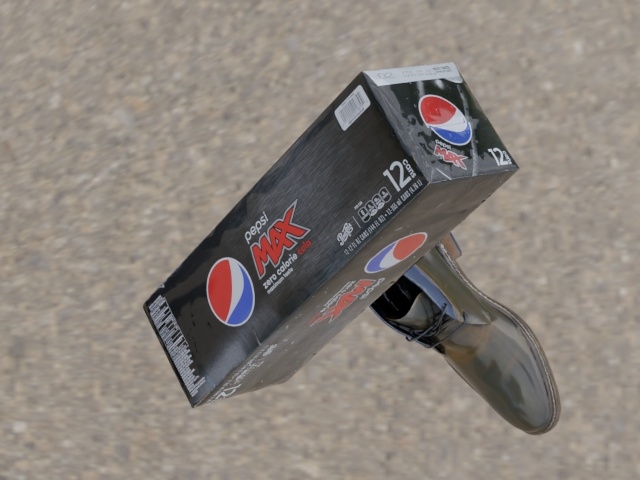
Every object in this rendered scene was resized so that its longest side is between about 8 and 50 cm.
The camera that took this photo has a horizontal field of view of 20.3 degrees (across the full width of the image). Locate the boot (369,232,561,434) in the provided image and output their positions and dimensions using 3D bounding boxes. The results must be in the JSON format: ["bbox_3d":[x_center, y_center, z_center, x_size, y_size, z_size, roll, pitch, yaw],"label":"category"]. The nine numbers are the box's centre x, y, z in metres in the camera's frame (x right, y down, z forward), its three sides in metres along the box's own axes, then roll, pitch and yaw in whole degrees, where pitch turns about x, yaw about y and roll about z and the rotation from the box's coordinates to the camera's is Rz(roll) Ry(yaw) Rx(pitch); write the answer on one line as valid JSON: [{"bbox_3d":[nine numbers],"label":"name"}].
[{"bbox_3d":[0.097,0.074,1.414,0.219,0.082,0.106,53,34,11],"label":"boot"}]

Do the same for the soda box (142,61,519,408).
[{"bbox_3d":[0.000,0.000,0.722,0.060,0.169,0.053,-11,65,-47],"label":"soda box"}]
